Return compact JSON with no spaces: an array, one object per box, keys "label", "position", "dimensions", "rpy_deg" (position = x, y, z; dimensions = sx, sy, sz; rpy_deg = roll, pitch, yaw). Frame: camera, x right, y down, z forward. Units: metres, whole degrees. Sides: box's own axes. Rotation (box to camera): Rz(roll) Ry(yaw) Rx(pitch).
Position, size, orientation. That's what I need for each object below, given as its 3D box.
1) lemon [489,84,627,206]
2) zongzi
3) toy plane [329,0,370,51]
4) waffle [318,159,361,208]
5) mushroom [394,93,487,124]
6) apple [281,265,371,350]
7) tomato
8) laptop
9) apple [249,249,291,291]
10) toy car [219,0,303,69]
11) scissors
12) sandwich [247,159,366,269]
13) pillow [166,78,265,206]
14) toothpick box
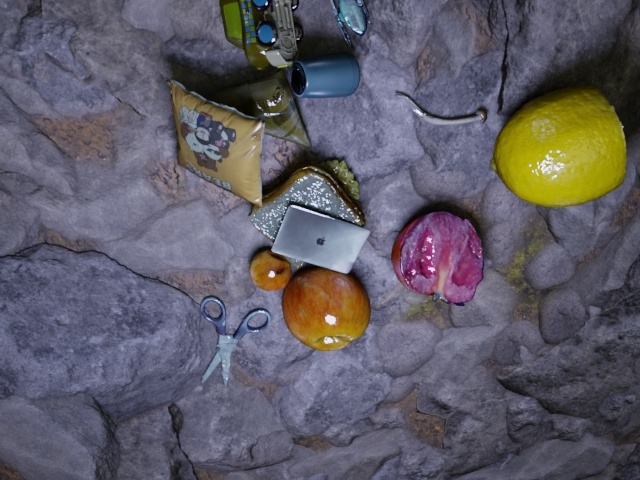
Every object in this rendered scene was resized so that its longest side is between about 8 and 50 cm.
[{"label":"lemon","position":[0.688,-0.258,1.328],"dimensions":[0.364,0.364,0.364],"rpy_deg":[-2,112,-4]},{"label":"zongzi","position":[-0.176,-0.351,1.335],"dimensions":[0.250,0.125,0.274],"rpy_deg":[-7,147,15]},{"label":"toy plane","position":[0.073,-0.660,1.249],"dimensions":[0.096,0.060,0.235],"rpy_deg":[-22,117,18]},{"label":"waffle","position":[0.019,-0.156,1.448],"dimensions":[0.214,0.054,0.208],"rpy_deg":[-15,116,8]},{"label":"mushroom","position":[0.372,-0.398,1.394],"dimensions":[0.306,0.043,0.068],"rpy_deg":[7,94,-7]},{"label":"apple","position":[0.022,0.235,1.496],"dimensions":[0.301,0.301,0.302],"rpy_deg":[-2,112,-4]},{"label":"tomato","position":[0.388,0.053,1.512],"dimensions":[0.334,0.176,0.290],"rpy_deg":[16,90,-16]},{"label":"laptop","position":[0.000,0.000,1.392],"dimensions":[0.269,0.015,0.188],"rpy_deg":[17,124,-12]},{"label":"apple","position":[-0.163,0.099,1.489],"dimensions":[0.146,0.146,0.146],"rpy_deg":[-2,112,-4]},{"label":"toy car","position":[-0.173,-0.591,1.204],"dimensions":[0.198,0.204,0.248],"rpy_deg":[0,113,21]},{"label":"scissors","position":[-0.355,0.390,1.655],"dimensions":[0.256,0.029,0.383],"rpy_deg":[18,111,-11]},{"label":"sandwich","position":[-0.046,-0.081,1.406],"dimensions":[0.301,0.099,0.271],"rpy_deg":[-34,118,23]},{"label":"pillow","position":[-0.290,-0.264,1.259],"dimensions":[0.310,0.119,0.312],"rpy_deg":[24,142,9]},{"label":"toothpick box","position":[0.009,-0.460,1.254],"dimensions":[0.184,0.120,0.120],"rpy_deg":[-18,116,-29]}]
